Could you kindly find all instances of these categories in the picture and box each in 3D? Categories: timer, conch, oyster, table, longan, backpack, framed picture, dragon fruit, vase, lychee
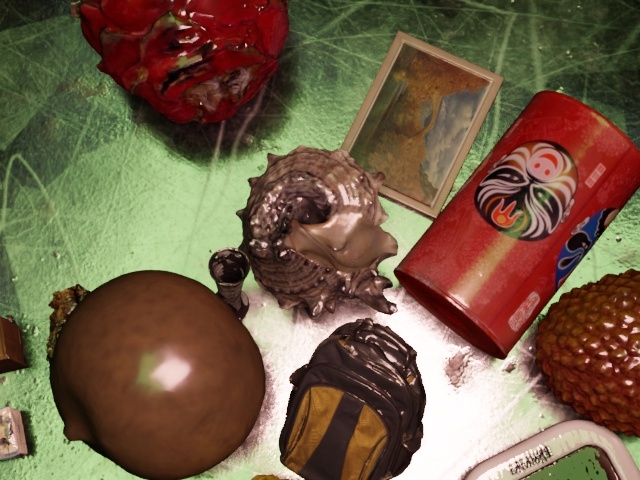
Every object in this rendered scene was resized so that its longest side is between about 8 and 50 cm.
[{"bbox_3d":[0.332,0.388,1.619,0.262,0.087,0.237,-26,80,-3],"label":"timer"},{"bbox_3d":[0.004,-0.011,1.645,0.240,0.186,0.313,-35,41,2],"label":"conch"},{"bbox_3d":[-0.370,0.131,1.726,0.086,0.029,0.132,-8,77,0],"label":"oyster"},{"bbox_3d":[-0.481,0.148,1.702,0.070,0.083,0.082,-14,74,2],"label":"table"},{"bbox_3d":[-0.226,0.183,1.587,0.297,0.297,0.297,0,79,2],"label":"longan"},{"bbox_3d":[0.052,0.225,1.605,0.206,0.258,0.133,25,37,10],"label":"backpack"},{"bbox_3d":[0.147,-0.177,1.774,0.184,0.016,0.250,26,81,8],"label":"framed picture"},{"bbox_3d":[-0.192,-0.331,1.673,0.329,0.329,0.329,0,79,2],"label":"dragon fruit"},{"bbox_3d":[-0.129,0.066,1.658,0.059,0.167,0.059,2,67,-4],"label":"vase"},{"bbox_3d":[0.431,0.152,1.594,0.271,0.236,0.236,10,79,13],"label":"lychee"}]

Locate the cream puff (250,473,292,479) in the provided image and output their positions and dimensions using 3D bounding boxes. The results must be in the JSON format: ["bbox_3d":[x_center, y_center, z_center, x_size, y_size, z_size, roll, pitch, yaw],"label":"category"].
[{"bbox_3d":[-0.024,0.421,1.519,0.185,0.281,0.282,-34,77,35],"label":"cream puff"}]

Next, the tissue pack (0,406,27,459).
[{"bbox_3d":[-0.481,0.286,1.685,0.094,0.059,0.074,-14,81,0],"label":"tissue pack"}]

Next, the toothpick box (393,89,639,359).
[{"bbox_3d":[0.282,-0.022,1.645,0.204,0.204,0.333,39,83,9],"label":"toothpick box"}]
